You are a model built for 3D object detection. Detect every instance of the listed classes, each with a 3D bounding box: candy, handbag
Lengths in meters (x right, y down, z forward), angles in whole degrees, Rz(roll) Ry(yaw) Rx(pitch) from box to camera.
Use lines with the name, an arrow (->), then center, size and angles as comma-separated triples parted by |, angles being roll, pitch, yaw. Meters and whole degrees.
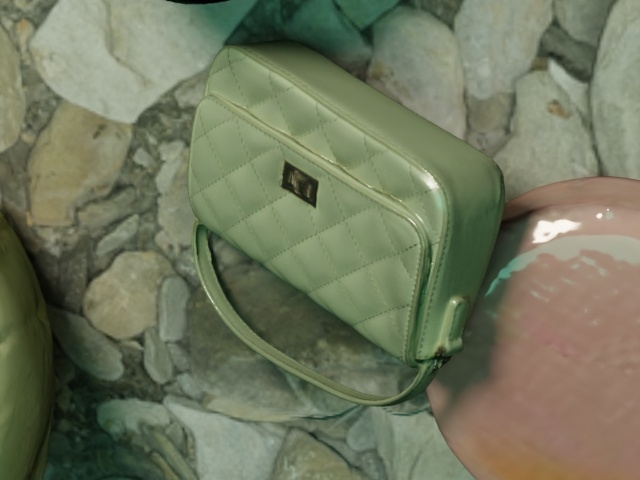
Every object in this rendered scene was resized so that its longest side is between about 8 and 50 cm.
candy -> 0.188, 0.073, 1.272 | 0.255, 0.094, 0.255 | 4, 109, 12
handbag -> 0.000, 0.000, 1.257 | 0.256, 0.079, 0.219 | 34, 121, 35

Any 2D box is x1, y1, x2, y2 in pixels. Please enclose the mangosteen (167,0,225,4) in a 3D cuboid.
mangosteen -> -0.088, -0.276, 1.179 | 0.211, 0.211, 0.250 | -36, 68, 22

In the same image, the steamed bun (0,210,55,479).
steamed bun -> -0.292, 0.092, 1.309 | 0.272, 0.290, 0.273 | 32, 105, -14
